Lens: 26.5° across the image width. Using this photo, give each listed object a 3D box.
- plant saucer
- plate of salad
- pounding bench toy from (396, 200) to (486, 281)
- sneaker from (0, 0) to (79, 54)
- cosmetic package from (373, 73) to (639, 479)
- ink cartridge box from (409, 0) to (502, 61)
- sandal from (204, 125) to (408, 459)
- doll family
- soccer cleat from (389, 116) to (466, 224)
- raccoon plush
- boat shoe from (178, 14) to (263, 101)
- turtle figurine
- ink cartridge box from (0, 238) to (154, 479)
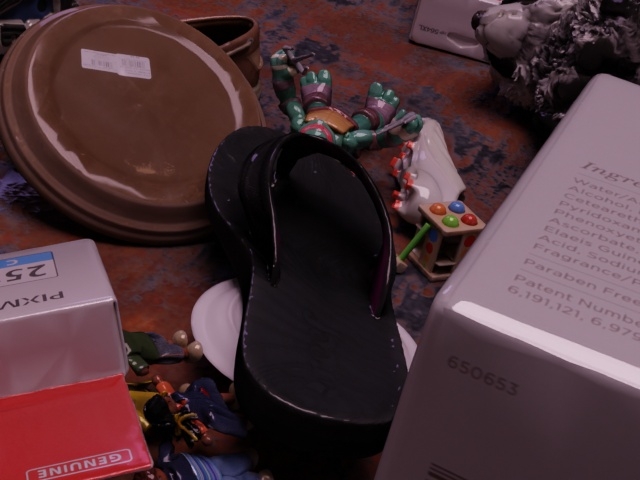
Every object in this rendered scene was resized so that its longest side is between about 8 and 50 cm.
[{"bbox_3d":[-0.173,-0.123,1.310,0.278,0.041,0.278,13,55,-20],"label":"plant saucer"},{"bbox_3d":[-0.012,0.091,1.129,0.200,0.048,0.200,12,29,-7],"label":"plate of salad"},{"bbox_3d":[0.110,-0.002,1.321,0.083,0.065,0.052,-6,36,-31],"label":"pounding bench toy"},{"bbox_3d":[-0.421,-0.240,1.464,0.147,0.129,0.330,17,23,33],"label":"sneaker"},{"bbox_3d":[0.237,0.141,0.873,0.327,0.329,0.393,22,31,14],"label":"cosmetic package"},{"bbox_3d":[0.211,-0.332,1.902,0.148,0.086,0.203,15,29,0],"label":"ink cartridge box"},{"bbox_3d":[0.002,0.001,1.128,0.168,0.107,0.445,10,30,-15],"label":"sandal"},{"bbox_3d":[-0.113,0.128,0.993,0.111,0.076,0.193,10,19,-48],"label":"doll family"},{"bbox_3d":[0.118,-0.066,1.445,0.076,0.068,0.196,27,29,-10],"label":"soccer cleat"},{"bbox_3d":[0.383,-0.160,1.674,0.446,0.216,0.299,38,10,-17],"label":"raccoon plush"},{"bbox_3d":[-0.199,-0.190,1.453,0.324,0.116,0.123,-14,40,-40],"label":"boat shoe"},{"bbox_3d":[0.013,-0.133,1.452,0.175,0.118,0.234,31,15,0],"label":"turtle figurine"},{"bbox_3d":[-0.272,0.092,0.873,0.296,0.066,0.261,-11,21,-12],"label":"ink cartridge box"}]
